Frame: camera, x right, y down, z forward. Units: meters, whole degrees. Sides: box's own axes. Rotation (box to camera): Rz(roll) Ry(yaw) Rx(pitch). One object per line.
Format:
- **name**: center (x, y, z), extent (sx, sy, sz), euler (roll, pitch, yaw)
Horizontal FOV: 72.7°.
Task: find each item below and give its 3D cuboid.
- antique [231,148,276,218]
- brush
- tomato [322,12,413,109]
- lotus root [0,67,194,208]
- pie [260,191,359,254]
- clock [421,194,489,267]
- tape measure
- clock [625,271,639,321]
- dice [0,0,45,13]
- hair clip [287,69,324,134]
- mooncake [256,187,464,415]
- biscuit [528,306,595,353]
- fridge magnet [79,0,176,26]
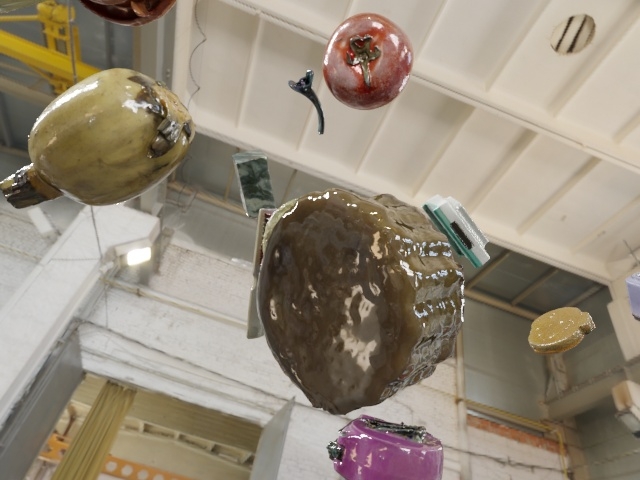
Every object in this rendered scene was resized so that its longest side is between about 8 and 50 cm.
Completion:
- **antique**: center (-0.189, -0.159, 1.252), extent (0.088, 0.086, 0.182), euler (-15, -59, -14)
- **brush**: center (-0.129, 0.084, 1.042), extent (0.050, 0.060, 0.320), euler (15, -78, 40)
- **tomato**: center (0.141, -0.523, 1.301), extent (0.271, 0.227, 0.269), euler (1, -84, 13)
- **lotus root**: center (-0.348, -0.138, 0.675), extent (0.310, 0.182, 0.182), euler (-30, -54, 7)
- **pie**: center (0.000, 0.000, 0.967), extent (0.275, 0.055, 0.274), euler (-10, -47, -11)
- **clock**: center (0.504, -0.051, 1.580), extent (0.116, 0.231, 0.262), euler (-39, -85, 8)
- **tape measure**: center (0.144, 0.470, 0.958), extent (0.246, 0.149, 0.231), euler (8, -12, 20)
- **clock**: center (0.564, 0.067, 0.605), extent (0.194, 0.144, 0.073), euler (-21, -79, 0)
- **dice**: center (-0.298, -0.277, 0.276), extent (0.233, 0.227, 0.238), euler (20, -44, 46)
- **hair clip**: center (-0.019, -0.429, 1.398), extent (0.083, 0.048, 0.275), euler (-29, -29, 5)
- **mooncake**: center (0.057, 0.086, 0.677), extent (0.187, 0.323, 0.324), euler (-2, -25, -45)
- **biscuit**: center (0.634, 0.239, 1.138), extent (0.170, 0.170, 0.050), euler (-31, -84, 38)
- **fridge magnet**: center (-0.454, -0.670, 0.950), extent (0.364, 0.155, 0.363), euler (7, -64, 15)
